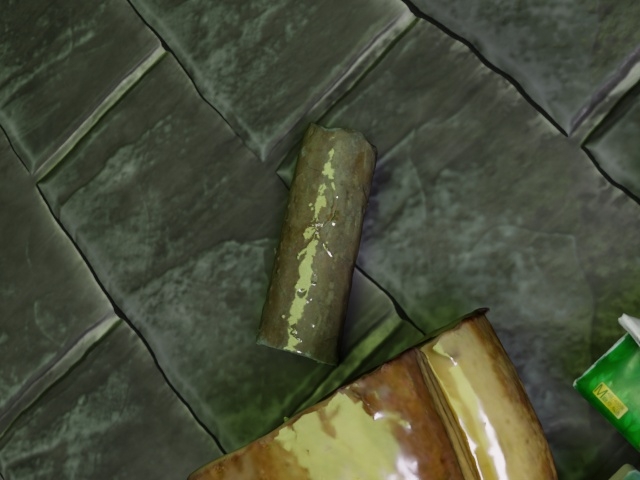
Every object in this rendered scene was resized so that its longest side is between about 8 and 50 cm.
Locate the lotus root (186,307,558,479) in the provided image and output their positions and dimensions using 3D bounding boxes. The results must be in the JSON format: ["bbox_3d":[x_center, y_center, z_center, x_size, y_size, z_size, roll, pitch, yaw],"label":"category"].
[{"bbox_3d":[0.075,0.203,0.770,0.316,0.316,0.250,-39,73,11],"label":"lotus root"}]

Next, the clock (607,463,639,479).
[{"bbox_3d":[0.257,0.330,0.692,0.262,0.116,0.231,39,98,4],"label":"clock"}]

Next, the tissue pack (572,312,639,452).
[{"bbox_3d":[0.329,0.143,0.739,0.148,0.156,0.209,-44,60,5],"label":"tissue pack"}]

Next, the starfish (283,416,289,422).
[{"bbox_3d":[-0.037,0.290,0.938,0.223,0.050,0.216,-11,63,17],"label":"starfish"}]

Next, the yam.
[{"bbox_3d":[0.000,0.000,0.978,0.093,0.093,0.259,6,77,27],"label":"yam"}]
